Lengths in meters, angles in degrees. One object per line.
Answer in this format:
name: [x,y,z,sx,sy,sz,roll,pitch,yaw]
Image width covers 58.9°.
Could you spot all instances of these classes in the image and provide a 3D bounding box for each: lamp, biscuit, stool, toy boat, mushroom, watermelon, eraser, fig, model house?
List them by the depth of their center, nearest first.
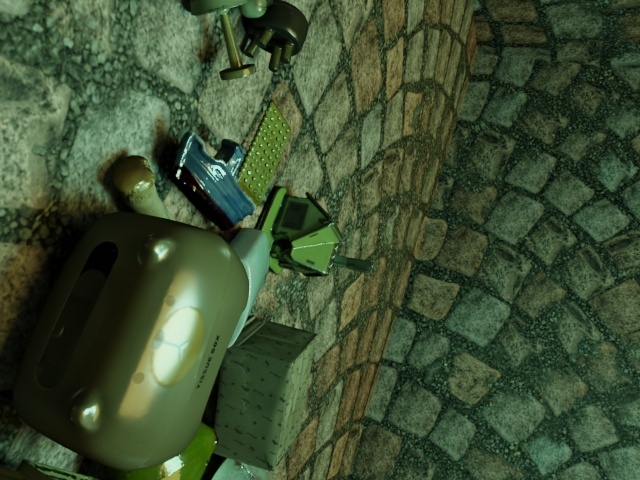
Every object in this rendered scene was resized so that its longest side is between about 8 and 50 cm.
mushroom: [-0.308,-0.067,1.024,0.071,0.084,0.209,-24,148,-7]
lamp: [-0.175,-0.411,1.047,0.121,0.121,0.214,-46,131,-50]
fig: [-0.305,0.435,1.112,0.225,0.203,0.202,-14,123,-22]
toy boat: [-0.200,-0.124,1.145,0.142,0.129,0.309,-54,153,-13]
stool: [-0.109,-0.452,1.188,0.217,0.125,0.121,44,64,-53]
eraser: [-0.178,0.089,1.218,0.290,0.104,0.189,-82,-171,-78]
lamp: [-0.184,-0.006,1.382,0.083,0.031,0.063,26,79,-62]
biscuit: [-0.135,-0.211,1.395,0.231,0.016,0.139,-69,155,-17]
model house: [0.000,0.000,1.494,0.218,0.279,0.204,54,52,-62]
watermelon: [-0.191,0.714,1.541,0.289,0.214,0.319,47,48,-65]

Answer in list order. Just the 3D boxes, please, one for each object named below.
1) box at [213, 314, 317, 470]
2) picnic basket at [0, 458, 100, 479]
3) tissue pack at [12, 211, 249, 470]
box: [-0.142,0.378,1.445,0.225,0.191,0.296,-33,133,-72]
picnic basket: [-0.374,0.455,0.867,0.228,0.313,0.175,64,36,-55]
tissue pack: [-0.297,0.147,0.905,0.386,0.268,0.277,-69,155,-16]
